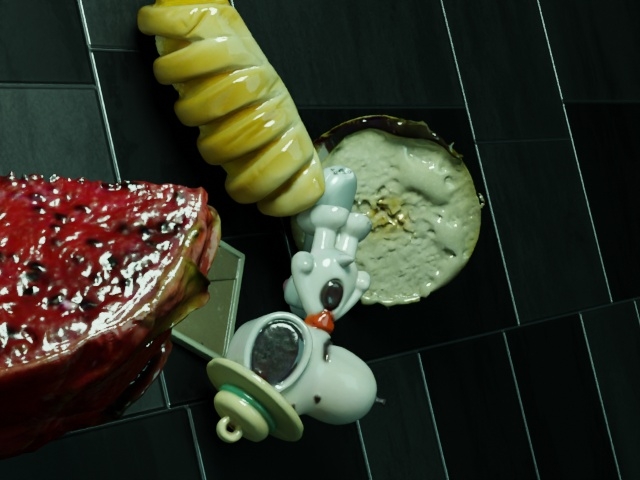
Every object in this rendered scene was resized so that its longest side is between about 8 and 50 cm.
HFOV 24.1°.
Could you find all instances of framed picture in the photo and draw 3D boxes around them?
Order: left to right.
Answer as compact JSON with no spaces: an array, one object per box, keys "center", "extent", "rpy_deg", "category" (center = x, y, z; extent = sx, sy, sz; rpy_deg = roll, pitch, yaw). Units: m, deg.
[{"center":[-0.167,0.040,1.716],"extent":[0.203,0.015,0.150],"rpy_deg":[33,52,-40],"category":"framed picture"}]

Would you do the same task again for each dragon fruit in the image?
[{"center":[-0.239,0.059,1.389],"extent":[0.302,0.330,0.240],"rpy_deg":[-23,75,-21],"category":"dragon fruit"}]

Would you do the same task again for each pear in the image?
[{"center":[0.076,-0.064,1.950],"extent":[0.267,0.267,0.178],"rpy_deg":[55,11,-23],"category":"pear"}]

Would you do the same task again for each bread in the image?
[{"center":[-0.112,-0.169,1.755],"extent":[0.121,0.173,0.311],"rpy_deg":[-33,102,-6],"category":"bread"}]

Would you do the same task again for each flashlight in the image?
[{"center":[0.000,0.000,1.848],"extent":[0.093,0.047,0.200],"rpy_deg":[-21,129,-53],"category":"flashlight"}]

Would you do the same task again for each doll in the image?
[{"center":[-0.033,0.094,1.722],"extent":[0.208,0.144,0.271],"rpy_deg":[0,79,-25],"category":"doll"}]
